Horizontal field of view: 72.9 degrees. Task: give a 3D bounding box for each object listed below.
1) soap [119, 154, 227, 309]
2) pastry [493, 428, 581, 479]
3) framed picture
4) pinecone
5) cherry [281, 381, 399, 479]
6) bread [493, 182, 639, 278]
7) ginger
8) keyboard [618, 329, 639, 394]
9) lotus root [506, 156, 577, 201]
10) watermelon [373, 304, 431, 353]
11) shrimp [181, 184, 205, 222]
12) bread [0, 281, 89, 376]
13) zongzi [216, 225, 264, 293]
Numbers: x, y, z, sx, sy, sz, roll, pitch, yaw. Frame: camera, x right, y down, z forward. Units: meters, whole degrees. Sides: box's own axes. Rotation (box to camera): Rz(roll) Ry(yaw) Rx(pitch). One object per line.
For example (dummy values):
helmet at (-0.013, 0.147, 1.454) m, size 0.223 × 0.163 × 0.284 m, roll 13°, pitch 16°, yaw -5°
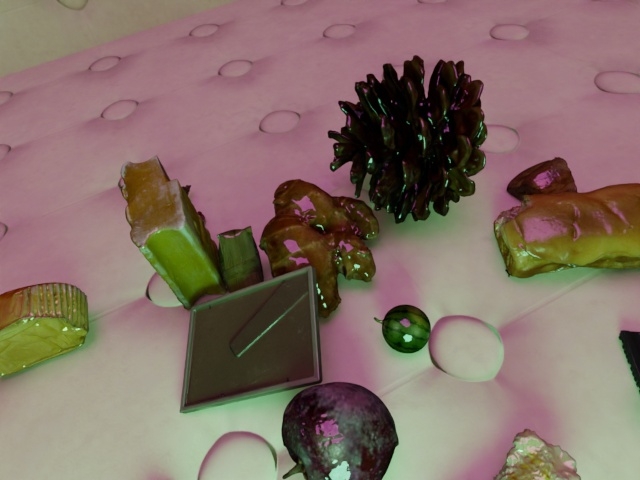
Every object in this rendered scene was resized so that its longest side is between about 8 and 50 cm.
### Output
soap at (-0.340, -0.016, 1.002) m, size 0.143 × 0.281 × 0.259 m, roll -25°, pitch 58°, yaw -7°
pastry at (0.281, 0.410, 0.655) m, size 0.258 × 0.089 × 0.121 m, roll -37°, pitch 57°, yaw -23°
framed picture at (-0.145, 0.199, 0.872) m, size 0.324 × 0.020 × 0.240 m, roll -21°, pitch 52°, yaw 20°
pinecone at (0.198, -0.233, 1.033) m, size 0.398 × 0.397 × 0.397 m, roll -5°, pitch 48°, yaw 6°
cherry at (0.032, 0.326, 0.721) m, size 0.195 × 0.195 × 0.195 m, roll -5°, pitch 48°, yaw 6°
bread at (0.566, -0.025, 0.945) m, size 0.344 × 0.148 × 0.195 m, roll -6°, pitch 47°, yaw 5°
ginger at (-0.005, 0.009, 1.031) m, size 0.275 × 0.152 × 0.357 m, roll 14°, pitch 51°, yaw -3°
keyboard at (0.602, 0.267, 0.768) m, size 0.072 × 0.023 × 0.231 m, roll 4°, pitch 50°, yaw 5°
lotus root at (0.564, -0.152, 1.100) m, size 0.135 × 0.095 × 0.159 m, roll -26°, pitch 44°, yaw -7°
watermelon at (0.168, 0.178, 0.878) m, size 0.109 × 0.109 × 0.109 m, roll -5°, pitch 48°, yaw 6°
shrimp at (-0.394, -0.066, 1.233) m, size 0.144 × 0.052 × 0.250 m, roll 8°, pitch 58°, yaw 4°
bread at (-0.650, 0.190, 0.964) m, size 0.250 × 0.179 × 0.133 m, roll -27°, pitch 58°, yaw -2°
zongzi at (-0.195, 0.082, 1.063) m, size 0.094 × 0.204 × 0.204 m, roll -13°, pitch 87°, yaw -17°
